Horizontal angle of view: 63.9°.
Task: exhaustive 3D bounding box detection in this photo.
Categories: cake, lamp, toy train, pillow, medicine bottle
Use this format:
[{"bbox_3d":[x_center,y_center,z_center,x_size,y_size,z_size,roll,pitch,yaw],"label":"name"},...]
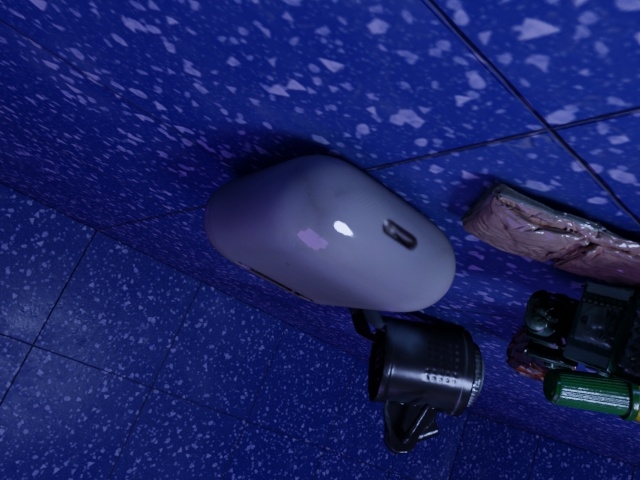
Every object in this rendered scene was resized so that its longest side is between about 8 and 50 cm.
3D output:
[{"bbox_3d":[0.407,0.205,0.932,0.135,0.098,0.287,15,163,25],"label":"cake"},{"bbox_3d":[0.237,0.283,1.204,0.272,0.374,0.205,-8,159,-9],"label":"lamp"},{"bbox_3d":[0.380,0.134,0.662,0.269,0.115,0.154,23,175,-30],"label":"toy train"},{"bbox_3d":[0.277,0.005,0.568,0.233,0.043,0.126,19,169,3],"label":"pillow"},{"bbox_3d":[0.503,0.242,0.788,0.309,0.111,0.076,8,160,-1],"label":"medicine bottle"}]

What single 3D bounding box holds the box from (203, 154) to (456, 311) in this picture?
[{"bbox_3d":[0.000,0.001,0.743,0.289,0.141,0.349,30,163,-28],"label":"box"}]
